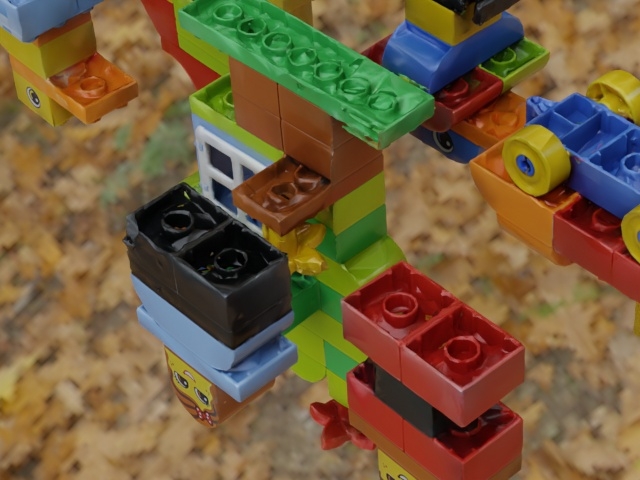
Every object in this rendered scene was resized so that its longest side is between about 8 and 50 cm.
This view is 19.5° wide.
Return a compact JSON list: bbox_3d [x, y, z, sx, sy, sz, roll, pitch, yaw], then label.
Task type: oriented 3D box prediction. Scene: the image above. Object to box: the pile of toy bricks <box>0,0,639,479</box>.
[{"bbox_3d":[0.000,0.000,0.418,0.118,0.105,0.212,-33,49,-27],"label":"pile of toy bricks"}]
